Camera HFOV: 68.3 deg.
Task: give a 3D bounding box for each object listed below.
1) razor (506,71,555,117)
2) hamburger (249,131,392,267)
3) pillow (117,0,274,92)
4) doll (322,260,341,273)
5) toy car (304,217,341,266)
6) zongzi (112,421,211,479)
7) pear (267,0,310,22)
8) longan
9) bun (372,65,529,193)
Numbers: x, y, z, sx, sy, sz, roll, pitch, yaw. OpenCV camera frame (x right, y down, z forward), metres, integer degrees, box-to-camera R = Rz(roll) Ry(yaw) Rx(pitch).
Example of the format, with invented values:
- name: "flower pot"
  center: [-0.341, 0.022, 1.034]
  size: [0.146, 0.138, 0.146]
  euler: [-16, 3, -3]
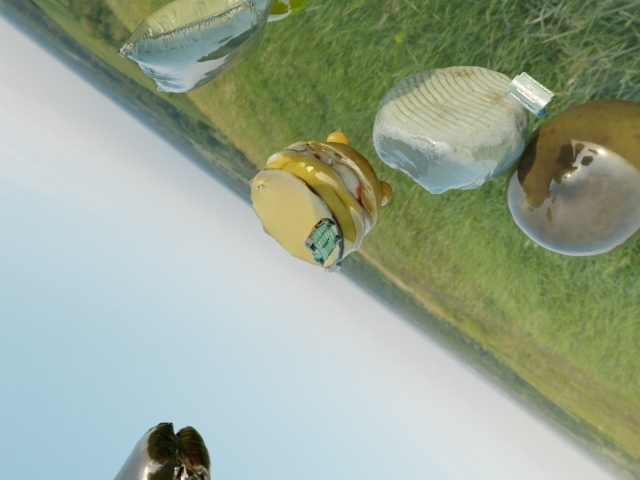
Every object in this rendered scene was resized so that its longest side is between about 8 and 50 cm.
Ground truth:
- name: "razor"
  center: [0.357, -0.226, 0.785]
  size: [0.068, 0.040, 0.135]
  euler: [51, -158, 24]
- name: "hamburger"
  center: [0.009, -0.102, 1.030]
  size: [0.276, 0.237, 0.276]
  euler: [32, 146, 25]
- name: "pillow"
  center: [-0.154, -0.259, 0.627]
  size: [0.075, 0.185, 0.302]
  euler: [65, 174, -14]
- name: "doll"
  center: [0.029, 0.054, 1.116]
  size: [0.039, 0.057, 0.114]
  euler: [45, 175, -20]
- name: "toy car"
  center: [0.000, 0.000, 0.767]
  size: [0.035, 0.059, 0.122]
  euler: [32, 169, 22]
- name: "zongzi"
  center: [-0.182, 0.443, 0.685]
  size: [0.317, 0.289, 0.154]
  euler: [35, -177, -26]
- name: "pear"
  center: [-0.098, -0.472, 0.802]
  size: [0.187, 0.187, 0.220]
  euler: [37, -145, 7]
- name: "longan"
  center: [0.594, -0.135, 1.047]
  size: [0.361, 0.361, 0.361]
  euler: [37, 178, 1]
- name: "bun"
  center: [0.295, -0.248, 1.067]
  size: [0.354, 0.354, 0.194]
  euler: [36, 153, 34]
